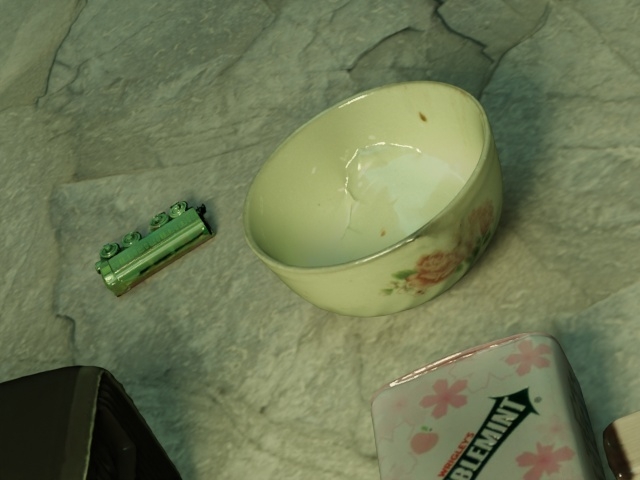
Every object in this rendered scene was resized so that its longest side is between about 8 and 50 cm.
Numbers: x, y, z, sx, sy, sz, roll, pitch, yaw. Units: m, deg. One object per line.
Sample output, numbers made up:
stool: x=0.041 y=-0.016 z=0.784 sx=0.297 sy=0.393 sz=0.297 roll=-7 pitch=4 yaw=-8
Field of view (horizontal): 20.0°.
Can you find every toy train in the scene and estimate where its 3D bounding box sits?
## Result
toy train: x=-0.192 y=0.006 z=2.099 sx=0.148 sy=0.038 sz=0.071 roll=-33 pitch=39 yaw=-2

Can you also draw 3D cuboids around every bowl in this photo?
bowl: x=0.069 y=-0.023 z=1.856 sx=0.277 sy=0.145 sz=0.277 roll=-18 pitch=39 yaw=15

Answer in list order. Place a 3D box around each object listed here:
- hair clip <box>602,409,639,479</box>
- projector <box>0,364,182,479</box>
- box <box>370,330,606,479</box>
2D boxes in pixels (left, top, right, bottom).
hair clip: x=0.398 y=0.140 z=1.475 sx=0.330 sy=0.101 sz=0.085 roll=-22 pitch=34 yaw=9
projector: x=-0.335 y=0.352 z=1.628 sx=0.405 sy=0.242 sz=0.395 roll=-19 pitch=36 yaw=14
box: x=0.152 y=0.252 z=1.505 sx=0.190 sy=0.112 sz=0.370 roll=-24 pitch=36 yaw=12
